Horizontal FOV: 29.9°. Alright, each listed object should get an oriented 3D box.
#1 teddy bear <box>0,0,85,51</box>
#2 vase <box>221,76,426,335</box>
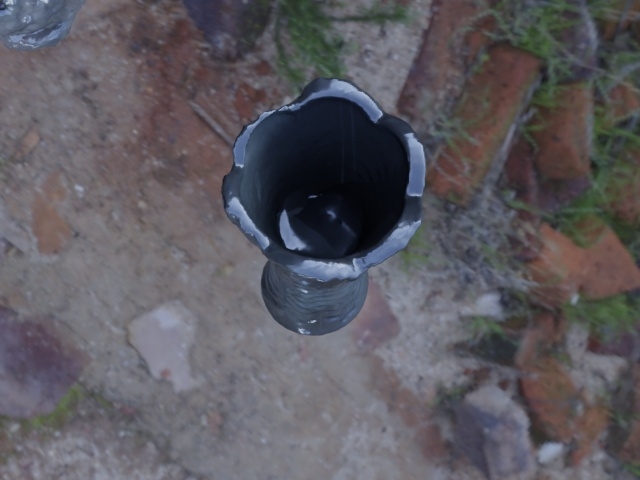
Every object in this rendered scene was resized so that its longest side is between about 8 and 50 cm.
[{"bbox_3d":[-0.299,-0.236,0.896,0.267,0.151,0.236,19,126,-3],"label":"teddy bear"},{"bbox_3d":[0.000,0.000,0.747,0.115,0.115,0.237,-42,168,-13],"label":"vase"}]
